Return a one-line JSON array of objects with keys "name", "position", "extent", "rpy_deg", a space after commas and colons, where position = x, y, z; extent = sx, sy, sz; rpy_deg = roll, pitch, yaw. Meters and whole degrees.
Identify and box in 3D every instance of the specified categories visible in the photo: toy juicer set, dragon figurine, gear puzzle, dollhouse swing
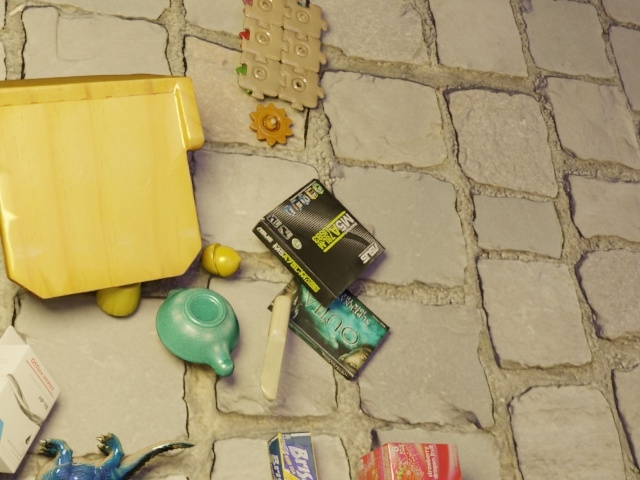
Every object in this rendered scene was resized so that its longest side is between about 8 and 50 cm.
[{"name": "toy juicer set", "position": [-0.172, 0.109, 1.550], "extent": [0.329, 0.089, 0.209], "rpy_deg": [32, 47, 5]}, {"name": "dragon figurine", "position": [-0.318, 0.349, 1.353], "extent": [0.289, 0.085, 0.144], "rpy_deg": [1, 66, -23]}, {"name": "gear puzzle", "position": [-0.078, -0.321, 1.843], "extent": [0.175, 0.044, 0.339], "rpy_deg": [13, 63, -21]}, {"name": "dollhouse swing", "position": [-0.385, -0.100, 1.534], "extent": [0.347, 0.315, 0.305], "rpy_deg": [-10, 105, -29]}]

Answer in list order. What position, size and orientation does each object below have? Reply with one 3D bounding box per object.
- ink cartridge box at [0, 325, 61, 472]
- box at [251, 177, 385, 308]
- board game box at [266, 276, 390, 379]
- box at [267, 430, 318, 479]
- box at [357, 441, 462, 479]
[{"name": "ink cartridge box", "position": [-0.426, 0.215, 1.342], "extent": [0.060, 0.104, 0.180], "rpy_deg": [-1, 44, 23]}, {"name": "box", "position": [0.000, 0.000, 1.685], "extent": [0.184, 0.045, 0.191], "rpy_deg": [45, 40, 4]}, {"name": "board game box", "position": [0.015, 0.132, 1.660], "extent": [0.186, 0.026, 0.126], "rpy_deg": [42, 55, -1]}, {"name": "box", "position": [-0.037, 0.381, 1.491], "extent": [0.059, 0.054, 0.169], "rpy_deg": [2, 64, -25]}, {"name": "box", "position": [0.146, 0.450, 1.501], "extent": [0.128, 0.122, 0.256], "rpy_deg": [6, 63, -22]}]
